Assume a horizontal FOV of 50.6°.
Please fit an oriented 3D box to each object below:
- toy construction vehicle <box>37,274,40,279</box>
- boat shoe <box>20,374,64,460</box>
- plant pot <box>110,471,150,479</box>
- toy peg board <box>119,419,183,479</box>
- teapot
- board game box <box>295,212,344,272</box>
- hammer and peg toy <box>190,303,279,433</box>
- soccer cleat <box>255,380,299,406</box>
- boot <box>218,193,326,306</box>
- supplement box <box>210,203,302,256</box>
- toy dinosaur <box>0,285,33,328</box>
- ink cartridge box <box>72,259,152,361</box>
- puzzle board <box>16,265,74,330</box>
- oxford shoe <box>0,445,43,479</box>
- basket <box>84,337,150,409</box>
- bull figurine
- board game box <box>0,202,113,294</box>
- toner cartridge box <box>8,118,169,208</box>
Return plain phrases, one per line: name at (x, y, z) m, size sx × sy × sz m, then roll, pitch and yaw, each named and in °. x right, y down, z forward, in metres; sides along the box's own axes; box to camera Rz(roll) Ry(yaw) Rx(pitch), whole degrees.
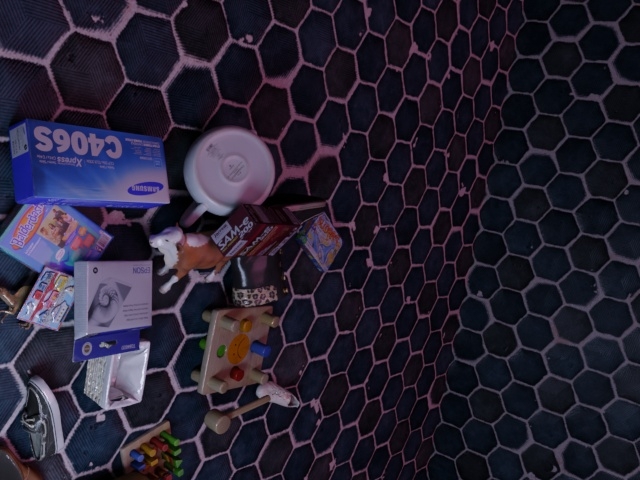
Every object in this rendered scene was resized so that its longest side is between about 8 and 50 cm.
toy construction vehicle at (-0.594, 0.054, 1.540) m, size 0.086 × 0.035 × 0.098 m, roll 20°, pitch 82°, yaw -43°
boat shoe at (-0.647, 0.414, 1.561) m, size 0.070 × 0.078 × 0.219 m, roll -30°, pitch 127°, yaw -45°
plant pot at (-0.533, 0.718, 1.724) m, size 0.254 × 0.237 × 0.237 m, roll -38°, pitch 132°, yaw -55°
toy peg board at (-0.459, 0.615, 1.884) m, size 0.160 × 0.079 × 0.161 m, roll -26°, pitch 122°, yaw -46°
teapot at (-0.254, -0.173, 1.787) m, size 0.256 × 0.187 × 0.252 m, roll -8°, pitch 91°, yaw -24°
board game box at (0.000, 0.000, 2.298) m, size 0.136 × 0.035 × 0.201 m, roll -59°, pitch 141°, yaw -20°
hammer and peg toy at (-0.257, 0.370, 2.020) m, size 0.266 × 0.127 × 0.361 m, roll 1°, pitch 102°, yaw -55°
soccer cleat at (-0.141, 0.517, 2.269) m, size 0.196 × 0.076 × 0.068 m, roll 36°, pitch 74°, yaw -52°
boot at (-0.134, 0.021, 2.036) m, size 0.377 × 0.138 × 0.284 m, roll -20°, pitch 116°, yaw -44°
supplement box at (-0.163, -0.024, 1.771) m, size 0.130 × 0.073 × 0.239 m, roll -44°, pitch 161°, yaw 20°
toy dinosaur at (-0.641, 0.145, 1.489) m, size 0.183 × 0.053 × 0.092 m, roll 20°, pitch 85°, yaw -54°
ink cartridge box at (-0.471, 0.156, 1.554) m, size 0.223 × 0.045 × 0.224 m, roll 1°, pitch 90°, yaw -65°
puzzle board at (-0.585, 0.128, 1.475) m, size 0.096 × 0.011 × 0.128 m, roll 29°, pitch 91°, yaw -39°
oxford shoe at (-0.697, 0.541, 1.568) m, size 0.076 × 0.076 × 0.212 m, roll -76°, pitch 156°, yaw -56°
basket at (-0.508, 0.318, 1.687) m, size 0.113 × 0.103 × 0.167 m, roll 1°, pitch 103°, yaw -53°
bull figurine at (-0.329, 0.036, 1.745) m, size 0.188 × 0.101 × 0.310 m, roll -47°, pitch 158°, yaw 26°
board game box at (-0.583, -0.003, 1.483) m, size 0.210 × 0.047 × 0.160 m, roll 45°, pitch 66°, yaw -38°
toner cartridge box at (-0.498, -0.161, 1.500) m, size 0.348 × 0.075 × 0.165 m, roll -2°, pitch 83°, yaw -53°
